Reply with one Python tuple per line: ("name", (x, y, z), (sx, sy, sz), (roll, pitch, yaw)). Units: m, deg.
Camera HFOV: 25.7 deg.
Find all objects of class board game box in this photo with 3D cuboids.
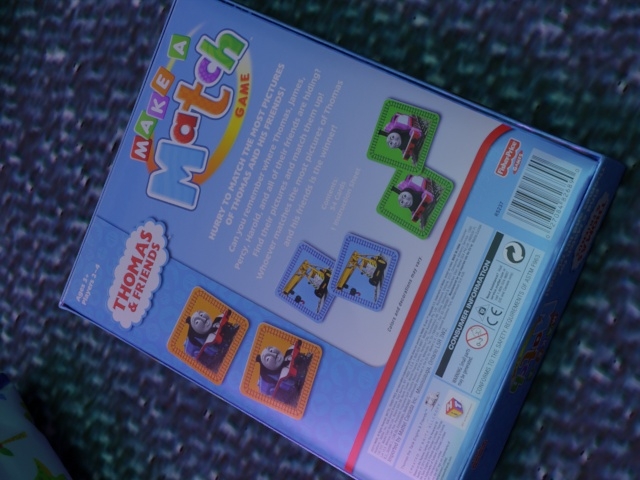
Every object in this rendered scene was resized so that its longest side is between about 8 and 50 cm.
("board game box", (0.000, 0.000, 0.596), (0.211, 0.039, 0.160), (27, 100, 26))

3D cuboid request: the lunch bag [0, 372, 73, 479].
("lunch bag", (-0.180, 0.159, 0.660), (0.151, 0.096, 0.129), (-47, 69, 33))
